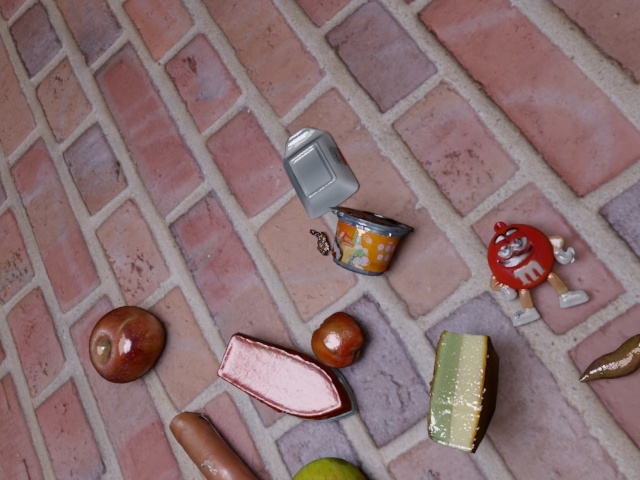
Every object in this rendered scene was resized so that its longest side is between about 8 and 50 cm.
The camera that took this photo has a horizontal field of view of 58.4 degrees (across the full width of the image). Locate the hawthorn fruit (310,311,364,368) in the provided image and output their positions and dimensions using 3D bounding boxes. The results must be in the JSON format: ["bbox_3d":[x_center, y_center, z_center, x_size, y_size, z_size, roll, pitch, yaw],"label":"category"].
[{"bbox_3d":[0.042,0.227,1.302,0.128,0.128,0.128,-6,76,24],"label":"hawthorn fruit"}]

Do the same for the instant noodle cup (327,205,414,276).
[{"bbox_3d":[0.100,0.006,1.305,0.208,0.177,0.126,15,101,-4],"label":"instant noodle cup"}]

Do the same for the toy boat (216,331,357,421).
[{"bbox_3d":[-0.069,0.326,1.331,0.331,0.133,0.145,20,82,17],"label":"toy boat"}]

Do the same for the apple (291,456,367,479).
[{"bbox_3d":[0.018,0.553,1.194,0.196,0.196,0.196,-6,76,24],"label":"apple"}]

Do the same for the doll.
[{"bbox_3d":[0.429,0.051,1.179,0.183,0.085,0.217,-26,78,19],"label":"doll"}]

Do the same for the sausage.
[{"bbox_3d":[-0.214,0.545,1.345,0.094,0.094,0.419,-43,56,-18],"label":"sausage"}]

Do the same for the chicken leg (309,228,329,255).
[{"bbox_3d":[0.002,0.000,1.421,0.036,0.021,0.083,-37,65,24],"label":"chicken leg"}]

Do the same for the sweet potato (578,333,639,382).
[{"bbox_3d":[0.591,0.216,1.082,0.218,0.051,0.065,-25,71,17],"label":"sweet potato"}]

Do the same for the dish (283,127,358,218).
[{"bbox_3d":[-0.021,-0.187,1.451,0.154,0.064,0.234,-34,65,15],"label":"dish"}]

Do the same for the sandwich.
[{"bbox_3d":[0.284,0.311,1.128,0.108,0.186,0.220,3,63,26],"label":"sandwich"}]

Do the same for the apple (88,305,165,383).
[{"bbox_3d":[-0.509,0.274,1.525,0.201,0.162,0.201,-3,85,33],"label":"apple"}]
